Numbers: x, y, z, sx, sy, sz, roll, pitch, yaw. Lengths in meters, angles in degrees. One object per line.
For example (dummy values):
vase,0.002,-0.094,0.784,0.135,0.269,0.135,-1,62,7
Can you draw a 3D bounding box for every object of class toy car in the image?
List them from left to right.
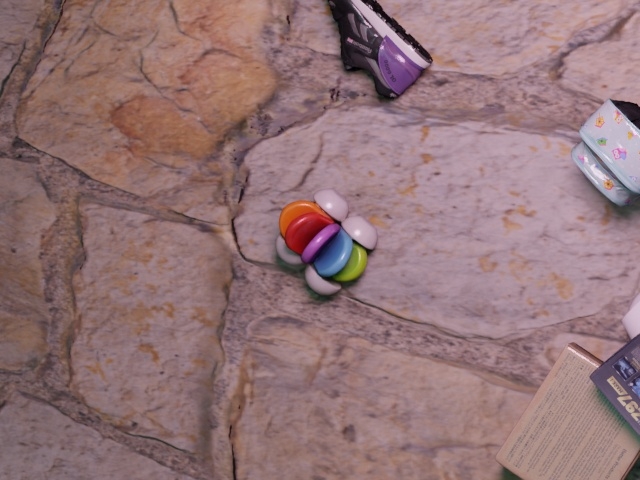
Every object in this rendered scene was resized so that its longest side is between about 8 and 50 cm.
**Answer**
toy car,0.000,0.000,2.020,0.182,0.136,0.159,45,102,18

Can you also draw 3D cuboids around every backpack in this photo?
backpack,0.489,-0.142,1.808,0.144,0.188,0.166,-41,74,14

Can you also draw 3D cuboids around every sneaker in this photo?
sneaker,0.063,-0.376,2.038,0.124,0.107,0.283,-47,72,19

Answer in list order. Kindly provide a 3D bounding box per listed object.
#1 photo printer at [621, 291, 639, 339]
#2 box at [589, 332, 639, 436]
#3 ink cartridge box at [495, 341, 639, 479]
photo printer,0.652,0.116,1.773,0.307,0.107,0.256,-47,72,13
box,0.557,0.238,1.721,0.183,0.059,0.232,-46,76,24
ink cartridge box,0.433,0.315,1.858,0.193,0.088,0.234,34,98,18
